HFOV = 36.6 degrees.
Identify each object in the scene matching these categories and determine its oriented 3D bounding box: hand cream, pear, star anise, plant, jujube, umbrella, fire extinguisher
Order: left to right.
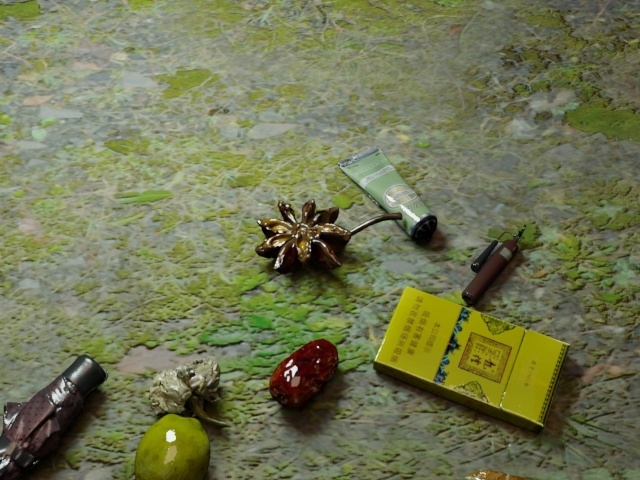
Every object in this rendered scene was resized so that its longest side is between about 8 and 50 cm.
[{"bbox_3d":[-0.433,0.296,1.415,0.094,0.090,0.326,20,56,37],"label":"umbrella"},{"bbox_3d":[-0.214,0.317,1.403,0.107,0.107,0.131,9,62,4],"label":"pear"},{"bbox_3d":[-0.194,0.243,1.477,0.117,0.104,0.122,-30,86,11],"label":"plant"},{"bbox_3d":[-0.024,0.202,1.498,0.077,0.077,0.129,34,57,19],"label":"jujube"},{"bbox_3d":[0.002,-0.001,1.624,0.234,0.073,0.177,7,47,23],"label":"star anise"},{"bbox_3d":[0.125,-0.084,1.703,0.086,0.055,0.235,-25,54,-20],"label":"hand cream"},{"bbox_3d":[0.290,0.038,1.641,0.049,0.035,0.173,8,47,51],"label":"fire extinguisher"}]

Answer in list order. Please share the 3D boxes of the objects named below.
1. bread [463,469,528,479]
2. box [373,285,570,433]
[{"bbox_3d":[0.306,0.400,1.378,0.233,0.076,0.105,30,59,18],"label":"bread"},{"bbox_3d":[0.238,0.186,1.537,0.279,0.041,0.153,20,57,11],"label":"box"}]
